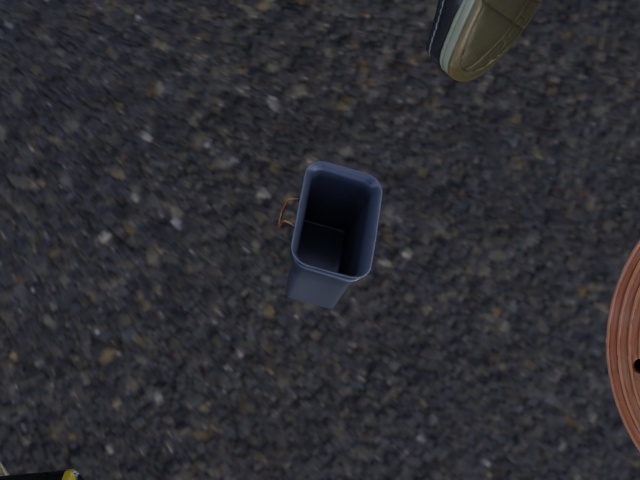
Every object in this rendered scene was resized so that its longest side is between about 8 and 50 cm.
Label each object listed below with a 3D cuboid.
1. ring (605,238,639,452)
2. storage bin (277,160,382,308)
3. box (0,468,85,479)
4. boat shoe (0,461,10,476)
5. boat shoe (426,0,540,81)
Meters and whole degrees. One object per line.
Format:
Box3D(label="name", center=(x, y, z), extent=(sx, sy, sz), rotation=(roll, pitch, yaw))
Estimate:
Box3D(label="ring", center=(0.410, 0.093, 1.140), extent=(0.336, 0.032, 0.337), rotation=(2, 98, 19))
Box3D(label="storage bin", center=(0.000, 0.000, 1.414), extent=(0.098, 0.135, 0.091), rotation=(15, 143, -8))
Box3D(label="box", center=(-0.144, 0.333, 0.810), extent=(0.079, 0.257, 0.322), rotation=(-8, 132, 18))
Box3D(label="boat shoe", center=(-0.395, 0.191, 1.347), extent=(0.121, 0.110, 0.341), rotation=(-38, 107, -12))
Box3D(label="boat shoe", center=(0.119, -0.215, 0.879), extent=(0.080, 0.073, 0.224), rotation=(-2, 120, -56))
